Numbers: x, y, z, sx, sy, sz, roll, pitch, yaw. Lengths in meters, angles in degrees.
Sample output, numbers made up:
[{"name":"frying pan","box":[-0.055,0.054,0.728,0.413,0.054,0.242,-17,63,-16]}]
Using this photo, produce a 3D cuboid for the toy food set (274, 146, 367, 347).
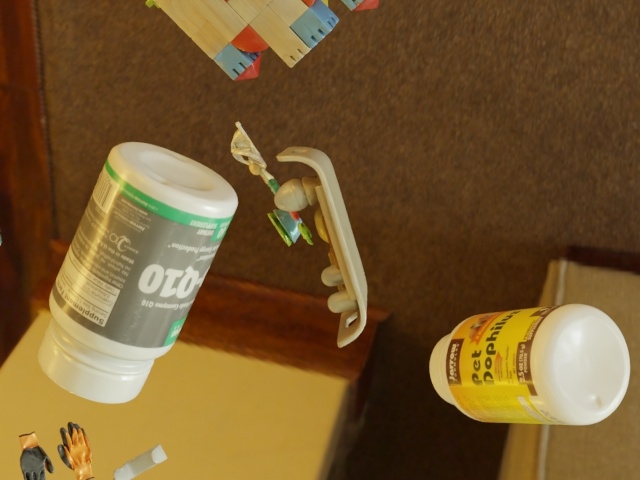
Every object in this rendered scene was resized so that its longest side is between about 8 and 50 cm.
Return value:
[{"name":"toy food set","box":[0.000,0.000,1.693,0.092,0.220,0.306,-16,97,5]}]

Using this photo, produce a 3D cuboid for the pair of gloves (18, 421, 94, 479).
[{"name":"pair of gloves","box":[-0.310,0.255,1.248,0.010,0.083,0.074,-27,76,64]}]

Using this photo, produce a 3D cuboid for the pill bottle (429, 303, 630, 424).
[{"name":"pill bottle","box":[0.205,0.130,1.099,0.117,0.117,0.215,43,156,-15]}]

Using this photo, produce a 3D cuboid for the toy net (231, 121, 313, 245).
[{"name":"toy net","box":[-0.092,-0.089,1.785,0.045,0.122,0.232,-33,108,-1]}]

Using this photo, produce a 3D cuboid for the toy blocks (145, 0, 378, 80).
[{"name":"toy blocks","box":[-0.077,-0.396,1.675,0.261,0.190,0.381,45,125,-12]}]

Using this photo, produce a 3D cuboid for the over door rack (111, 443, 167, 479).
[{"name":"over door rack","box":[-0.250,0.410,1.194,0.108,0.324,0.239,-30,88,32]}]

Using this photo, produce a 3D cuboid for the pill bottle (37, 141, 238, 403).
[{"name":"pill bottle","box":[-0.285,0.051,1.611,0.204,0.204,0.361,26,108,-2]}]
